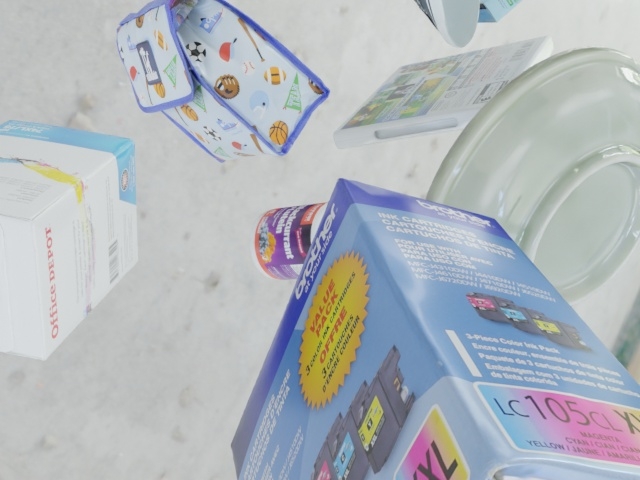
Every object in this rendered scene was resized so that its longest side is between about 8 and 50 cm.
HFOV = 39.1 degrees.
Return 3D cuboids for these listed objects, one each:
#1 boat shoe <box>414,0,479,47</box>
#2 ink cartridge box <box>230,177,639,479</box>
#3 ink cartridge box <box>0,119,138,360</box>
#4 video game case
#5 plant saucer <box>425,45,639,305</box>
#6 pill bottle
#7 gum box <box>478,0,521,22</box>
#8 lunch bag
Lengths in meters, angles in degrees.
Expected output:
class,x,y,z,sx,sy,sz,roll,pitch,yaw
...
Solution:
class,x,y,z,sx,sy,sz,roll,pitch,yaw
boat shoe,0.110,-0.292,0.981,0.065,0.083,0.183,-51,135,-17
ink cartridge box,0.056,0.137,0.625,0.151,0.395,0.270,15,112,-17
ink cartridge box,-0.385,-0.011,1.176,0.270,0.197,0.198,-60,158,-60
video game case,0.216,-0.255,1.540,0.329,0.299,0.036,-50,127,-50
plant saucer,0.297,-0.031,1.096,0.400,0.100,0.401,-20,130,-27
pill bottle,0.000,0.000,1.280,0.108,0.193,0.108,6,82,-46
gum box,0.302,-0.413,1.408,0.184,0.157,0.041,-42,108,-2
lunch bag,-0.237,-0.349,1.911,0.385,0.328,0.239,42,71,-26
